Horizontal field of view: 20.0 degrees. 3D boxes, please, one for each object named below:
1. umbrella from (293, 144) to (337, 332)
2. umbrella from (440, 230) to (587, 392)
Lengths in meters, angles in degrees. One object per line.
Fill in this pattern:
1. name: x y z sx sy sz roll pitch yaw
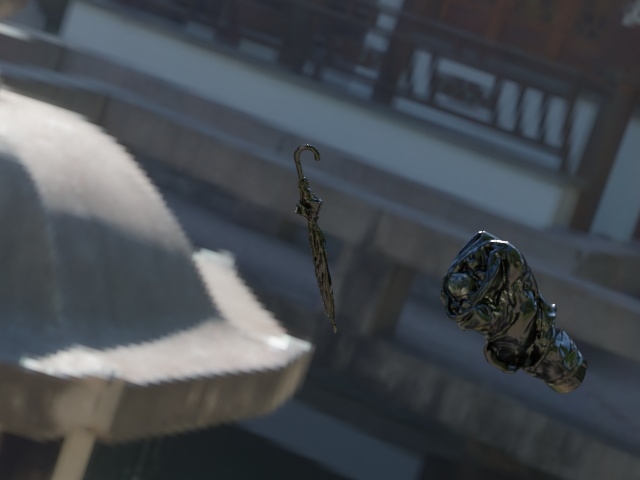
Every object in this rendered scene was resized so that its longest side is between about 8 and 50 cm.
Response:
1. umbrella: -0.005 0.000 1.323 0.022 0.149 0.022 -3 21 8
2. umbrella: 0.166 0.075 1.448 0.071 0.080 0.224 27 -10 33
